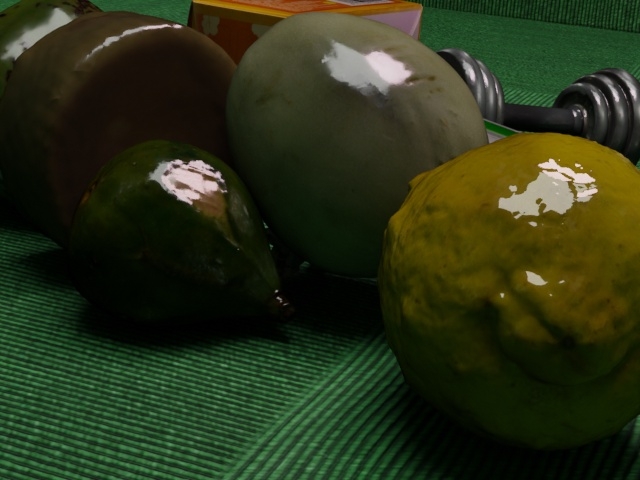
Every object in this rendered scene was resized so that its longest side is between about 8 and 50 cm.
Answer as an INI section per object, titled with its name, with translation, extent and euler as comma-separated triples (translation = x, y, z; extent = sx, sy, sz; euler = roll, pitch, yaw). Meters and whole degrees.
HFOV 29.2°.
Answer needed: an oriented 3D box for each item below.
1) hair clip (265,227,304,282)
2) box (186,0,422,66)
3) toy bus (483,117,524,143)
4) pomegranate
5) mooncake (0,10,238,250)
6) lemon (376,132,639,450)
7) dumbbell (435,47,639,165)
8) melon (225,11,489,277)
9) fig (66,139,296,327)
[hair clip]
translation = 0.000, 0.000, 1.420
extent = 0.034, 0.072, 0.226
euler = 20, 23, 31
[box]
translation = -0.028, -0.218, 1.760
extent = 0.214, 0.259, 0.283
euler = 20, 24, 37
[toy bus]
translation = 0.193, -0.043, 1.416
extent = 0.143, 0.179, 0.305
euler = -8, 22, -31
[pomegranate]
translation = -0.359, -0.161, 1.587
extent = 0.285, 0.285, 0.340
euler = -5, -5, -26
[mooncake]
translation = -0.220, -0.114, 1.384
extent = 0.284, 0.284, 0.155
euler = -9, 19, -34
[lemon]
translation = 0.181, 0.036, 1.054
extent = 0.285, 0.285, 0.316
euler = 10, 34, 17
[dumbbell]
translation = 0.302, -0.177, 1.784
extent = 0.406, 0.179, 0.179
euler = 2, 18, -26
[melon]
translation = 0.036, -0.099, 1.285
extent = 0.308, 0.272, 0.272
euler = 27, 25, 16
[fig]
translation = -0.135, 0.014, 1.238
extent = 0.245, 0.195, 0.195
euler = 37, 19, -5
